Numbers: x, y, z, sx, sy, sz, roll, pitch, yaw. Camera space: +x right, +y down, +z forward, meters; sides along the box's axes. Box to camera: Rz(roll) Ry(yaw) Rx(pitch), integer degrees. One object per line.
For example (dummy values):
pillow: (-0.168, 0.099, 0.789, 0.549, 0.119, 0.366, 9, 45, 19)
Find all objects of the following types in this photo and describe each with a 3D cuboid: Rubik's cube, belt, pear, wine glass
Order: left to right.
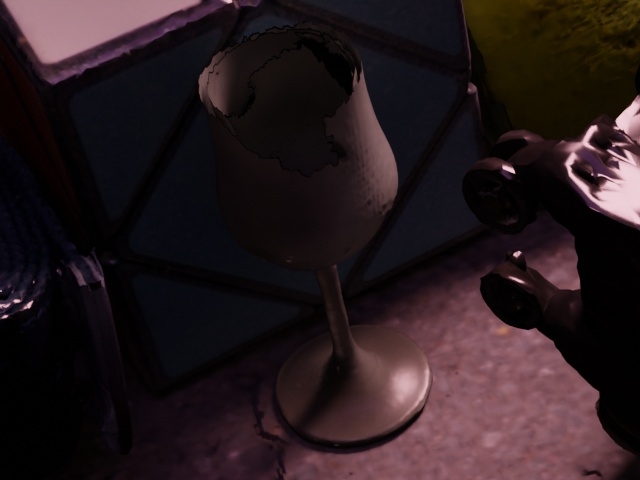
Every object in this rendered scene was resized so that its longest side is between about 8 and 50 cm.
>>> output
belt: (-0.173, 0.036, 0.878, 0.122, 0.128, 0.218, -15, 33, -16)
Rubik's cube: (-0.056, -0.090, 0.924, 0.205, 0.205, 0.207, -27, 43, -13)
wine glass: (0.000, 0.000, 0.821, 0.079, 0.195, 0.079, -8, 43, 7)
pear: (0.137, -0.197, 0.960, 0.239, 0.139, 0.288, -25, 69, -12)

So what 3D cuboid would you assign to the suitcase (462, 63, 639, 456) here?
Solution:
suitcase: (0.302, 0.019, 0.726, 0.434, 0.194, 0.283, 22, 53, 32)
